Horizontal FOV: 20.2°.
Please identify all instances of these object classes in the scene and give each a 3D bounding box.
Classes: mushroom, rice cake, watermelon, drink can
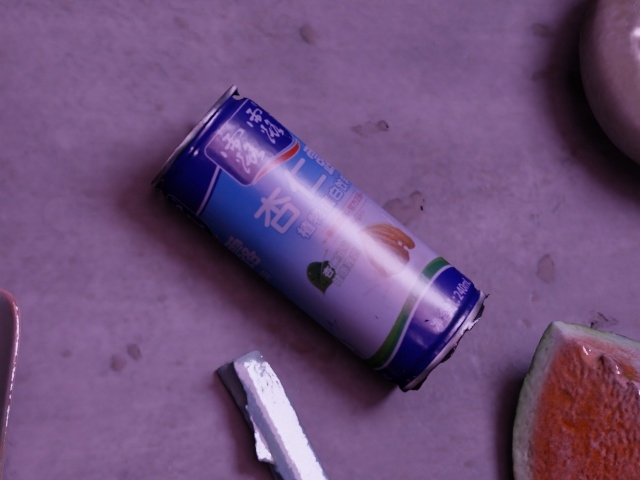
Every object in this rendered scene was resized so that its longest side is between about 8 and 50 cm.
[{"bbox_3d":[0.304,-0.150,1.356,0.207,0.215,0.207,3,70,-10],"label":"mushroom"},{"bbox_3d":[-0.019,0.160,1.237,0.042,0.030,0.180,-24,81,-23],"label":"rice cake"},{"bbox_3d":[0.230,0.176,1.293,0.146,0.128,0.231,7,82,-46],"label":"watermelon"},{"bbox_3d":[0.000,0.000,1.263,0.235,0.097,0.097,40,64,-4],"label":"drink can"}]

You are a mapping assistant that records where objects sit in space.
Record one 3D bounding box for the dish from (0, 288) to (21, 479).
[{"bbox_3d":[-0.272,0.129,1.117,0.151,0.077,0.212,8,59,-11],"label":"dish"}]
